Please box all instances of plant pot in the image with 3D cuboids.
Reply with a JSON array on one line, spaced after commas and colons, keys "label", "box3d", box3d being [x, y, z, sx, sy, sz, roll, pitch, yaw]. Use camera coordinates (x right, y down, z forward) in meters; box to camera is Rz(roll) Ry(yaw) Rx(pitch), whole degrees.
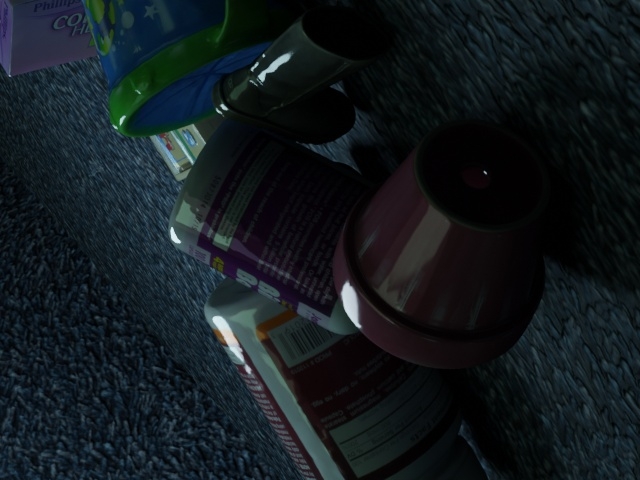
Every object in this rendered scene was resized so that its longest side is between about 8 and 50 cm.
[{"label": "plant pot", "box3d": [0.127, -0.008, 1.577, 0.201, 0.201, 0.180, 50, 148, 20]}]

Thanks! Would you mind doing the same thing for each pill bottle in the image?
[{"label": "pill bottle", "box3d": [0.000, 0.000, 1.849, 0.301, 0.169, 0.169, 28, 159, 7]}, {"label": "pill bottle", "box3d": [0.042, 0.191, 2.141, 0.392, 0.224, 0.224, 60, 164, -13]}]

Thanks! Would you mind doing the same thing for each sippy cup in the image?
[{"label": "sippy cup", "box3d": [-0.162, -0.263, 1.858, 0.240, 0.305, 0.224, -10, -108, -61]}]

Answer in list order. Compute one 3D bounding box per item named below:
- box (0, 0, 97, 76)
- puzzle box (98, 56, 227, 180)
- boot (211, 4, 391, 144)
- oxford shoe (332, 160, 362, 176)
[{"label": "box", "box3d": [-0.326, -0.341, 2.065, 0.243, 0.213, 0.117, 55, 149, 32]}, {"label": "puzzle box", "box3d": [-0.266, -0.278, 2.415, 0.409, 0.052, 0.272, 57, 164, -5]}, {"label": "boot", "box3d": [0.006, -0.173, 1.754, 0.208, 0.189, 0.076, -34, 60, 48]}, {"label": "oxford shoe", "box3d": [0.060, 0.001, 1.997, 0.227, 0.082, 0.096, 64, 177, -15]}]
